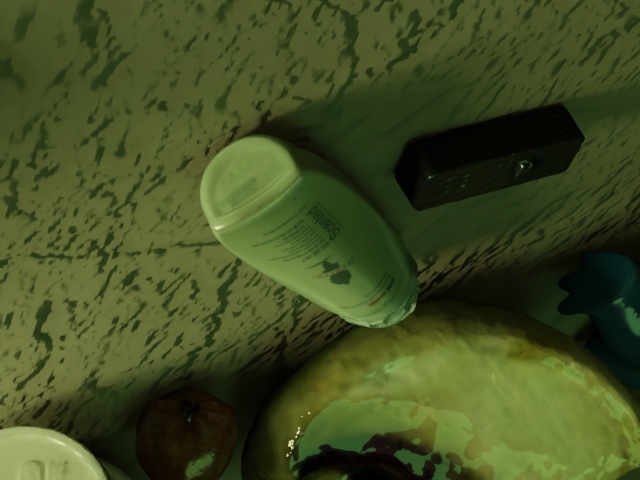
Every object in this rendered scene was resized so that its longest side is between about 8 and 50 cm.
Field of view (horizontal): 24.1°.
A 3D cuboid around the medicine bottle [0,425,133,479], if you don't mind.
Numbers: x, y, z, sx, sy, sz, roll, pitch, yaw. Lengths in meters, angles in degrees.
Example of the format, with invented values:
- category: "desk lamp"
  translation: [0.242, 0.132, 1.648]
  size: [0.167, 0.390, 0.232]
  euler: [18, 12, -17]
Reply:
- category: "medicine bottle"
  translation: [-0.160, 0.219, 0.964]
  size: [0.143, 0.143, 0.258]
  euler: [-25, 154, -6]

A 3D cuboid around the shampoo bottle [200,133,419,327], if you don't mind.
- category: "shampoo bottle"
  translation: [0.000, 0.000, 0.834]
  size: [0.072, 0.049, 0.212]
  euler: [-37, 153, 8]

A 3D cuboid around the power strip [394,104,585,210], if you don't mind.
- category: "power strip"
  translation: [0.099, -0.048, 0.865]
  size: [0.111, 0.029, 0.038]
  euler: [-16, 150, -23]

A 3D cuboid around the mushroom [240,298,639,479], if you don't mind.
- category: "mushroom"
  translation: [0.048, 0.139, 1.059]
  size: [0.292, 0.212, 0.217]
  euler: [-40, -163, -1]

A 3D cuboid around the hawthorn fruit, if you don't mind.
- category: "hawthorn fruit"
  translation: [-0.087, 0.143, 0.975]
  size: [0.067, 0.067, 0.103]
  euler: [-17, 135, -21]

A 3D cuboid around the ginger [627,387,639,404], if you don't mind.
- category: "ginger"
  translation: [0.235, 0.130, 1.265]
  size: [0.173, 0.051, 0.069]
  euler: [-9, -174, -28]

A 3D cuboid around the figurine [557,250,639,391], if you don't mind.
- category: "figurine"
  translation: [0.336, 0.047, 1.095]
  size: [0.298, 0.243, 0.416]
  euler: [-43, 171, 10]
